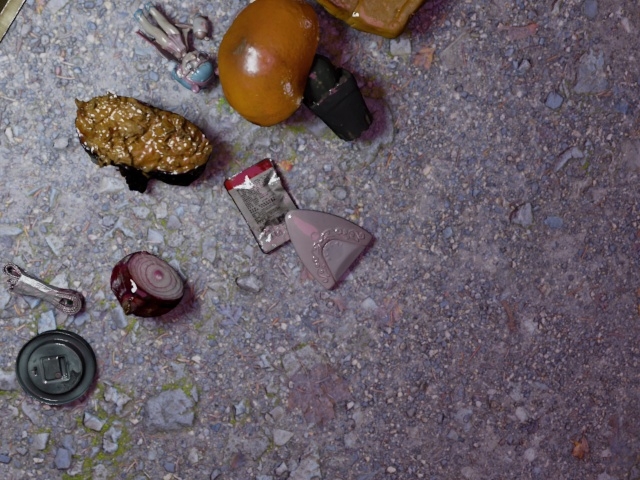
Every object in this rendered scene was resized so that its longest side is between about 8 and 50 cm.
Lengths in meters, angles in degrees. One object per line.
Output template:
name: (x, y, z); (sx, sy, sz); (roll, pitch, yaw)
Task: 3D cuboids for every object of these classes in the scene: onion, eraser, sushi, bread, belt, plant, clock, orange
onion: (-0.483, 0.143, 1.757); (0.140, 0.218, 0.195); (-36, 109, 28)
eraser: (0.000, 0.001, 1.853); (0.243, 0.059, 0.204); (37, 94, -20)
sushi: (-0.460, -0.241, 1.704); (0.348, 0.207, 0.234); (15, 90, -11)
bread: (0.141, -0.716, 1.723); (0.328, 0.148, 0.337); (29, 93, -14)
belt: (-0.763, 0.136, 1.806); (0.232, 0.053, 0.071); (28, 96, -10)
plant: (0.032, -0.387, 1.756); (0.142, 0.164, 0.256); (-42, 115, 5)
clock: (-0.741, 0.354, 1.848); (0.214, 0.042, 0.215); (-1, 99, -6)
orange: (-0.140, -0.459, 1.687); (0.274, 0.274, 0.310); (0, 126, -6)

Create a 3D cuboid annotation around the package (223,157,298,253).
package: (-0.150, -0.097, 1.843); (0.154, 0.030, 0.239); (-30, 105, -2)

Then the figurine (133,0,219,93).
figurine: (-0.368, -0.517, 1.733); (0.260, 0.103, 0.205); (47, 56, -9)

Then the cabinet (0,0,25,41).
cabinet: (-0.886, -0.612, 1.626); (0.215, 0.148, 0.175); (33, 94, -9)
